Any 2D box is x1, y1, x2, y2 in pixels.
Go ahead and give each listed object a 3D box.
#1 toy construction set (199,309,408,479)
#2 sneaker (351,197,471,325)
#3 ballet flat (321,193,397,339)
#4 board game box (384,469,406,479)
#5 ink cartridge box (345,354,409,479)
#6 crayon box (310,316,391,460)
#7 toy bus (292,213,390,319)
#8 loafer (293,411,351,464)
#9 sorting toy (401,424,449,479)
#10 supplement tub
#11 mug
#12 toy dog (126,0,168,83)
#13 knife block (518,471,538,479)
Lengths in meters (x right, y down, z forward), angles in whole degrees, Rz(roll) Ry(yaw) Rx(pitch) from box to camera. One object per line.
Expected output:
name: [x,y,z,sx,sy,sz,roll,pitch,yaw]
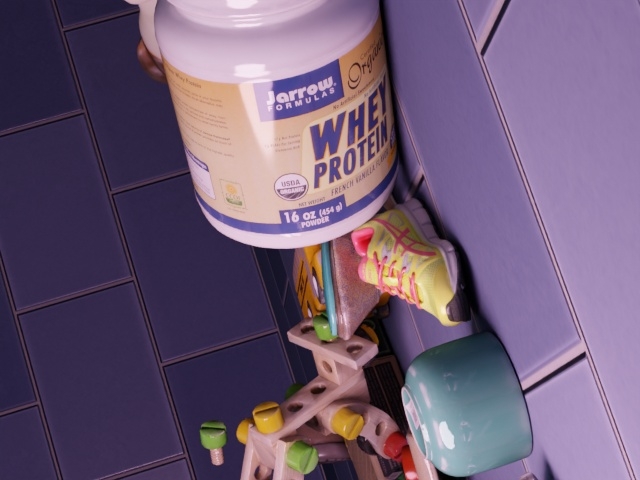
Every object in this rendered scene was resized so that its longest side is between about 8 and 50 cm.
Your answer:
toy construction set: [0.002,0.232,1.685,0.309,0.257,0.237,-124,25,-56]
sneaker: [0.090,0.033,1.412,0.208,0.094,0.081,-121,17,-61]
ballet flat: [0.043,-0.012,1.577,0.316,0.106,0.108,-101,5,-50]
board game box: [0.124,0.442,1.782,0.030,0.136,0.260,-19,100,46]
ink cartridge box: [0.098,0.306,1.971,0.235,0.088,0.193,83,169,-56]
crayon box: [0.044,0.177,2.120,0.318,0.081,0.202,85,166,-56]
toy bus: [0.030,0.038,1.820,0.333,0.108,0.130,99,156,-74]
loafer: [0.020,0.313,2.399,0.366,0.133,0.130,71,-167,-85]
sorting toy: [0.151,0.358,1.716,0.229,0.041,0.307,-62,-43,-81]
supplement tub: [-0.044,-0.174,1.425,0.228,0.228,0.316,-115,11,-49]
mug: [0.139,0.175,1.343,0.129,0.097,0.158,-122,17,-64]
toy dog: [-0.187,-0.397,1.829,0.395,0.284,0.408,-131,23,-73]
knife block: [0.197,0.343,1.330,0.276,0.088,0.242,127,127,-81]
